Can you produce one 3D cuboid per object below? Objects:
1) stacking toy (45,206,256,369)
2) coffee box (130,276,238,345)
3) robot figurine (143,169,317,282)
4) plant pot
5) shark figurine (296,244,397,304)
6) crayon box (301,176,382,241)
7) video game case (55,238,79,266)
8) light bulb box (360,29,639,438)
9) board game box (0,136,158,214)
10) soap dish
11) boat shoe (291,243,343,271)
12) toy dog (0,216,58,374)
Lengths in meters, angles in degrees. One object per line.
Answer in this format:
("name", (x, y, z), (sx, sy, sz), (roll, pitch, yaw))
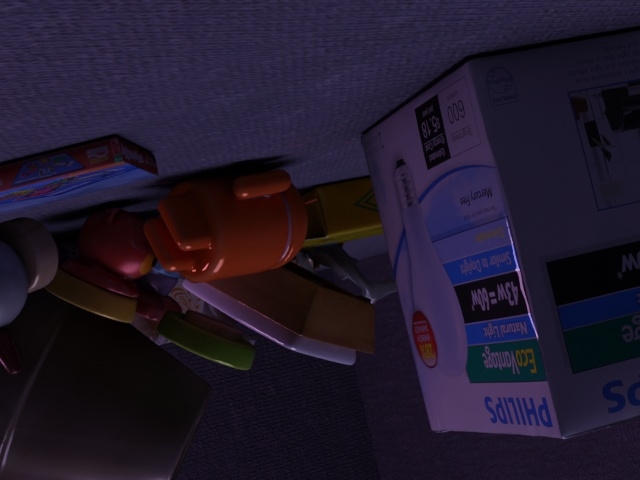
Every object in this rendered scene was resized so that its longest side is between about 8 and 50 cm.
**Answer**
("stacking toy", (-0.194, 0.052, 1.663), (0.279, 0.130, 0.309), (23, -179, 0))
("coffee box", (-0.288, 0.114, 2.431), (0.246, 0.141, 0.098), (-15, -163, -26))
("robot figurine", (-0.107, -0.018, 1.525), (0.219, 0.158, 0.128), (-9, -159, -43))
("plant pot", (-0.317, 0.240, 1.759), (0.280, 0.323, 0.323), (23, 176, 1))
("shark figurine", (0.016, 0.002, 2.194), (0.116, 0.278, 0.166), (-50, 155, -20))
("crayon box", (0.063, -0.047, 1.977), (0.318, 0.081, 0.202), (-12, 176, -23))
("video game case", (-0.415, 0.037, 1.878), (0.210, 0.042, 0.232), (-18, 174, 43))
("light bulb box", (0.232, 0.008, 1.317), (0.225, 0.361, 0.358), (-12, 175, -16))
("board game box", (-0.307, -0.046, 1.199), (0.281, 0.027, 0.145), (-13, 178, 5))
("soap dish", (-0.065, 0.094, 2.098), (0.291, 0.118, 0.229), (26, -177, 35))
("boat shoe", (-0.070, 0.023, 2.379), (0.120, 0.122, 0.324), (-22, 180, 34))
("toy dog", (-0.423, 0.079, 1.353), (0.220, 0.161, 0.333), (-14, -178, -41))
